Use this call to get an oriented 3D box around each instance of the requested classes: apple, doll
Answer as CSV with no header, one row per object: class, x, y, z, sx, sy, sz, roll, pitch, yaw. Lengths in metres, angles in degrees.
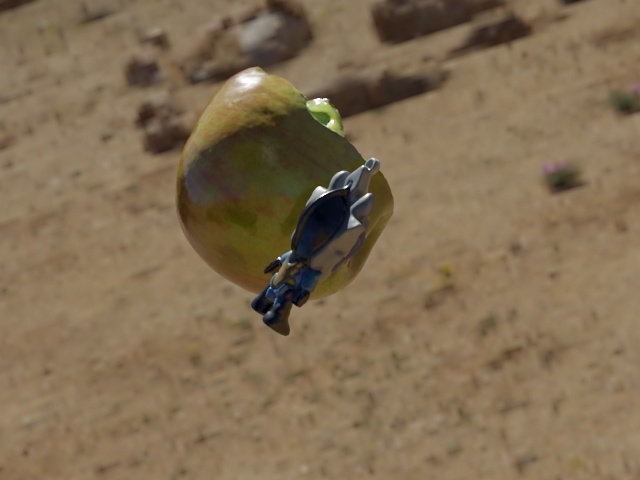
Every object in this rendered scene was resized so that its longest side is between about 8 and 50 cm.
apple,-0.030,-0.058,2.150,0.226,0.246,0.246,30,37,22
doll,0.000,0.000,1.943,0.195,0.070,0.096,-56,35,8
